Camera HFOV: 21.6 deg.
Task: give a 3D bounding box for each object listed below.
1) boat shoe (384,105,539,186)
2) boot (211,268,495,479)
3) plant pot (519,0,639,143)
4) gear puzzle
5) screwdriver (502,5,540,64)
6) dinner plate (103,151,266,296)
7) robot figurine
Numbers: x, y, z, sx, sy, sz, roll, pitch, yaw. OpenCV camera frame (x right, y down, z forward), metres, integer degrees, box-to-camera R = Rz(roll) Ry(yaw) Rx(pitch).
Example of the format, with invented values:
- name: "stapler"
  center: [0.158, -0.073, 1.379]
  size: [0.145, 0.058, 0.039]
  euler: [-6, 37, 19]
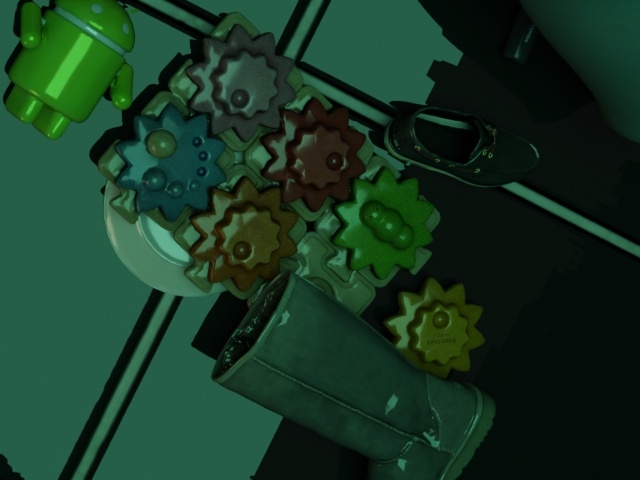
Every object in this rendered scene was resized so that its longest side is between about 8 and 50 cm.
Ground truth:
- name: "boat shoe"
  center: [0.115, -0.072, 1.291]
  size: [0.133, 0.042, 0.049]
  euler: [11, 76, -27]
- name: "boot"
  center: [0.009, 0.143, 1.274]
  size: [0.208, 0.076, 0.189]
  euler: [27, 93, -29]
- name: "plant pot"
  center: [0.256, -0.215, 1.198]
  size: [0.272, 0.271, 0.255]
  euler: [-30, 124, -7]
- name: "gear puzzle"
  center: [0.000, 0.000, 1.272]
  size: [0.339, 0.044, 0.175]
  euler: [44, 83, -20]
- name: "screwdriver"
  center: [0.186, -0.213, 1.305]
  size: [0.025, 0.024, 0.170]
  euler: [29, 90, 14]
- name: "dinner plate"
  center: [-0.094, -0.025, 1.275]
  size: [0.141, 0.017, 0.141]
  euler: [-2, 99, -11]
- name: "robot figurine"
  center: [-0.179, -0.131, 1.211]
  size: [0.101, 0.067, 0.115]
  euler: [34, 90, -33]
